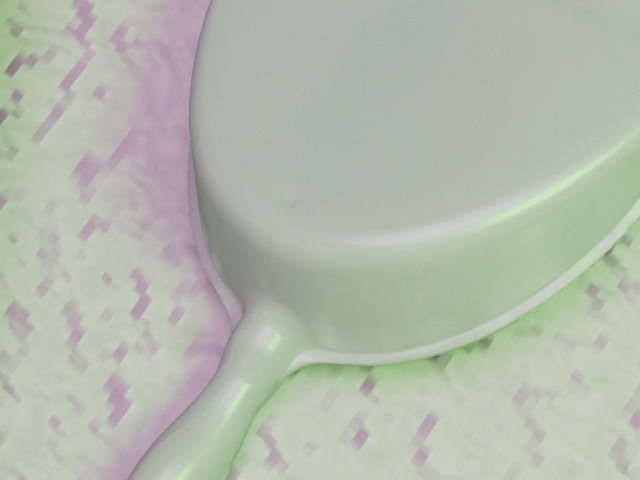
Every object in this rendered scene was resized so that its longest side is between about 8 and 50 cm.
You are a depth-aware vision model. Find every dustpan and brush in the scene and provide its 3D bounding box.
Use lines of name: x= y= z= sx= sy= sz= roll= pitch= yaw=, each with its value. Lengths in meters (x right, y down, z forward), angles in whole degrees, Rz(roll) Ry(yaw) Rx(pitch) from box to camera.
dustpan and brush: x=0.000 y=0.000 z=0.526 sx=0.147 sy=0.060 sz=0.211 roll=29 pitch=68 yaw=24
